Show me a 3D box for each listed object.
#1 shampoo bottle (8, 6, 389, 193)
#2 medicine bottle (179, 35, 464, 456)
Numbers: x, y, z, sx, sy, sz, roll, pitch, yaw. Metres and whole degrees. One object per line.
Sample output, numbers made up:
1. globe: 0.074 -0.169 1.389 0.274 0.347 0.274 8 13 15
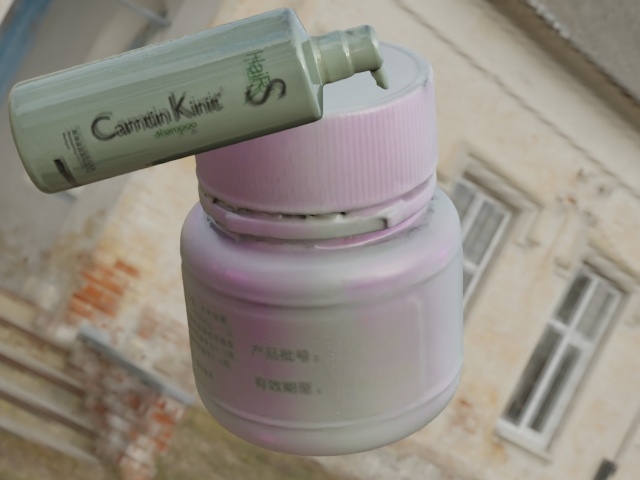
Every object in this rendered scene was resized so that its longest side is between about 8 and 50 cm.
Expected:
1. shampoo bottle: -0.085 -0.106 1.031 0.262 0.085 0.085 -15 -12 5
2. medicine bottle: 0.000 0.000 1.300 0.256 0.325 0.256 -4 25 2
